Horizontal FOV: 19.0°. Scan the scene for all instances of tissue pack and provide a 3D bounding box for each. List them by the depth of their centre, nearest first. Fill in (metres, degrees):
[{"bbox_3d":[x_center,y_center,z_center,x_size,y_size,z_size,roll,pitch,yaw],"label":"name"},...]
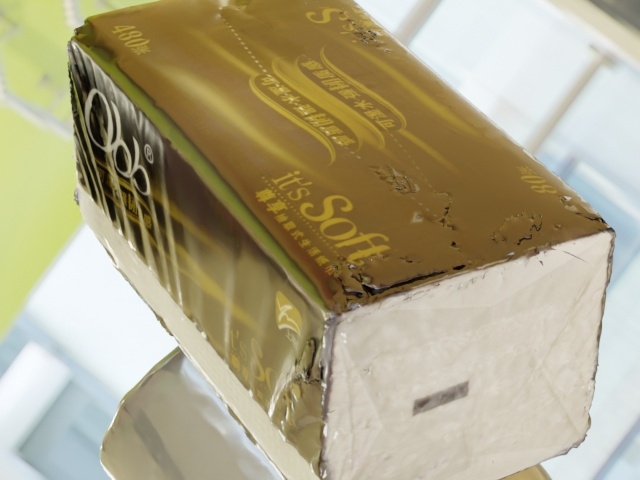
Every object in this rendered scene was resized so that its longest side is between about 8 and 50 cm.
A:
[{"bbox_3d":[0.000,0.000,1.215,0.210,0.198,0.370,-14,-141,-28],"label":"tissue pack"}]

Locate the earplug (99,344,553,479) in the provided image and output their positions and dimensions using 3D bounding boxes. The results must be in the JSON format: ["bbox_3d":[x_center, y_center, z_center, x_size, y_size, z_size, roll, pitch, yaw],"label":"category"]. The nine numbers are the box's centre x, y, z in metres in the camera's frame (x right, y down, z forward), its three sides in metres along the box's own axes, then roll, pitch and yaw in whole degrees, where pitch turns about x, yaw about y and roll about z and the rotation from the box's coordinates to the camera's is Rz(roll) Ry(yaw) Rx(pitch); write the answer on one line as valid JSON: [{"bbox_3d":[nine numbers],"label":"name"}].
[{"bbox_3d":[0.045,0.248,1.645,0.394,0.312,0.312,51,-173,17],"label":"earplug"}]
